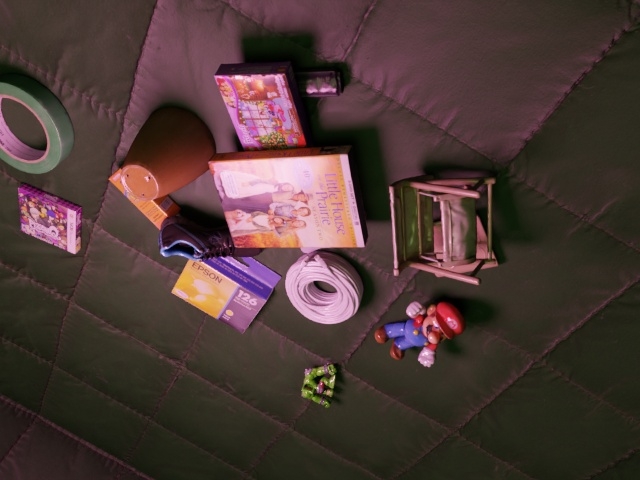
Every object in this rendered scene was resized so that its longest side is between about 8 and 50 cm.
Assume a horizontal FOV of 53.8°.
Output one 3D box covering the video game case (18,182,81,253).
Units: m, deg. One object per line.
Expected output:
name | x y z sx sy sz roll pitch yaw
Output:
video game case | -0.981 -0.077 2.293 0.232 0.042 0.210 23 129 4

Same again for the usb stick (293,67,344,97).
usb stick | -0.074 -0.420 1.689 0.278 0.045 0.077 3 119 19

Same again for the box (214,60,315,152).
box | -0.144 -0.346 1.715 0.201 0.057 0.293 4 142 19

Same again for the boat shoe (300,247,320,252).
boat shoe | 0.000 0.000 1.977 0.142 0.040 0.049 -18 119 31

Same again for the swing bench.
swing bench | 0.328 -0.037 1.704 0.254 0.165 0.253 6 112 29

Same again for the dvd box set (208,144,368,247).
dvd box set | -0.089 -0.116 1.825 0.420 0.062 0.308 0 125 19

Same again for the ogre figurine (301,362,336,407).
ogre figurine | -0.007 0.536 2.350 0.118 0.097 0.197 9 140 0

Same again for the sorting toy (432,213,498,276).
sorting toy | 0.398 0.013 1.844 0.193 0.038 0.208 -14 124 29

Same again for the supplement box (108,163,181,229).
supplement box | -0.572 -0.150 2.059 0.078 0.080 0.233 -33 107 34

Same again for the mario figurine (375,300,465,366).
mario figurine | 0.314 0.298 1.994 0.198 0.170 0.320 15 149 -36

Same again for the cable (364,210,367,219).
cable | -0.005 -0.084 1.924 0.287 0.072 0.139 -13 111 14

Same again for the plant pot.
plant pot | -0.464 -0.230 1.844 0.237 0.254 0.237 10 128 13

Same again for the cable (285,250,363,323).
cable | 0.011 0.155 2.061 0.257 0.089 0.257 38 130 -10

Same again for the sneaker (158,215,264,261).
sneaker | -0.351 0.022 2.031 0.340 0.140 0.125 7 130 -8

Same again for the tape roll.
tape roll | -0.959 -0.373 2.040 0.321 0.077 0.321 10 127 14

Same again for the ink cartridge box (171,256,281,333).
ink cartridge box | -0.334 0.155 2.207 0.303 0.072 0.307 32 132 -4
